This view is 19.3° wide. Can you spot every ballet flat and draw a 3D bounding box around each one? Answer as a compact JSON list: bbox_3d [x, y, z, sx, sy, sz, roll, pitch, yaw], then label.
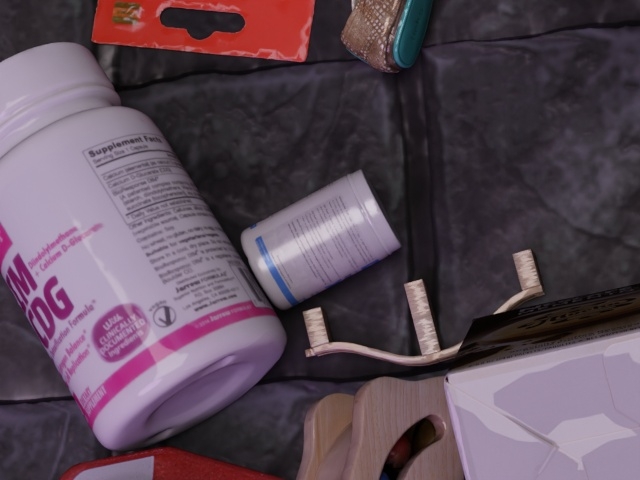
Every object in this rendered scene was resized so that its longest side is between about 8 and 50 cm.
[{"bbox_3d":[0.067,-0.232,1.467,0.067,0.073,0.206,17,78,29],"label":"ballet flat"}]

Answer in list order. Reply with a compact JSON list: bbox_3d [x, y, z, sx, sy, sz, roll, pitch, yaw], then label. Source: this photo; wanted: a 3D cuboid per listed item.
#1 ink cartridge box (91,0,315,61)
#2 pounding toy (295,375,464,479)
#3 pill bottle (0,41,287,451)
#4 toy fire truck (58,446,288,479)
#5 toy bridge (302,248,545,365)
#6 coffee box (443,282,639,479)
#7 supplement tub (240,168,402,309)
[{"bbox_3d":[-0.086,-0.271,1.512,0.189,0.066,0.232,6,76,12],"label":"ink cartridge box"},{"bbox_3d":[0.075,0.216,1.306,0.154,0.155,0.269,23,64,-27],"label":"pounding toy"},{"bbox_3d":[-0.162,0.001,1.416,0.160,0.160,0.283,-34,74,3],"label":"pill bottle"},{"bbox_3d":[-0.074,0.296,1.355,0.254,0.169,0.302,-9,74,-17],"label":"toy fire truck"},{"bbox_3d":[0.078,0.062,1.423,0.188,0.026,0.063,-16,77,8],"label":"toy bridge"},{"bbox_3d":[0.183,0.105,1.246,0.168,0.297,0.119,-14,91,8],"label":"coffee box"},{"bbox_3d":[0.000,0.000,1.429,0.107,0.071,0.071,-27,75,5],"label":"supplement tub"}]
